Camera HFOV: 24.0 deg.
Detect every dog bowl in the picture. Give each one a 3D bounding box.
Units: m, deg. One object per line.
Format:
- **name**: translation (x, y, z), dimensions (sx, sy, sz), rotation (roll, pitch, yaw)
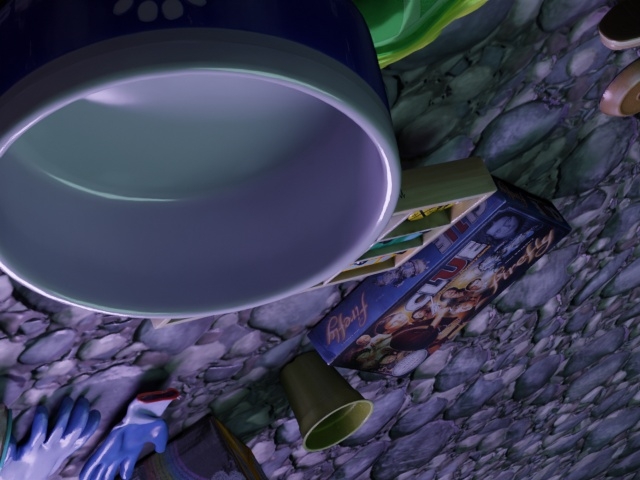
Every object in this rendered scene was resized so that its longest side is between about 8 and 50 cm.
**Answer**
- **dog bowl**: translation (-0.087, -0.061, 0.942), dimensions (0.265, 0.104, 0.265), rotation (-6, 147, -4)

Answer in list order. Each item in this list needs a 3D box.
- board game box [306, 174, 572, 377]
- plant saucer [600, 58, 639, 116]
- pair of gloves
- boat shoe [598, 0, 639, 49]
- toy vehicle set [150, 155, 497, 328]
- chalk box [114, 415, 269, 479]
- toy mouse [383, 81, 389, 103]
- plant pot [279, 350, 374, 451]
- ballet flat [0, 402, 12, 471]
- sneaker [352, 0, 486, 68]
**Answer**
- **board game box**: translation (0.121, 0.041, 1.506), dimensions (0.243, 0.042, 0.165), rotation (-44, 151, 18)
- **plant saucer**: translation (0.306, -0.145, 1.439), dimensions (0.083, 0.015, 0.083), rotation (-27, 152, -15)
- **pair of gloves**: translation (-0.217, 0.190, 1.399), dimensions (0.198, 0.023, 0.159), rotation (-7, 144, -40)
- **boat shoe**: translation (0.300, -0.193, 1.316), dimensions (0.135, 0.050, 0.045), rotation (-24, 146, -19)
- **toy vehicle set**: translation (0.000, 0.000, 1.264), dimensions (0.267, 0.035, 0.166), rotation (-13, 162, -35)
- **chalk box**: translation (-0.149, 0.303, 1.537), dimensions (0.213, 0.132, 0.132), rotation (-34, 153, 1)
- **toy mouse**: translation (0.000, -0.095, 1.121), dimensions (0.161, 0.031, 0.143), rotation (10, 120, -24)
- **plant pot**: translation (-0.001, 0.157, 1.519), dimensions (0.083, 0.079, 0.083), rotation (-26, 151, -15)
- **ballet flat**: translation (-0.298, 0.197, 1.289), dimensions (0.052, 0.057, 0.168), rotation (7, 137, -13)
- **sneaker**: translation (0.075, -0.209, 1.014), dimensions (0.296, 0.109, 0.123), rotation (-27, 124, -5)
